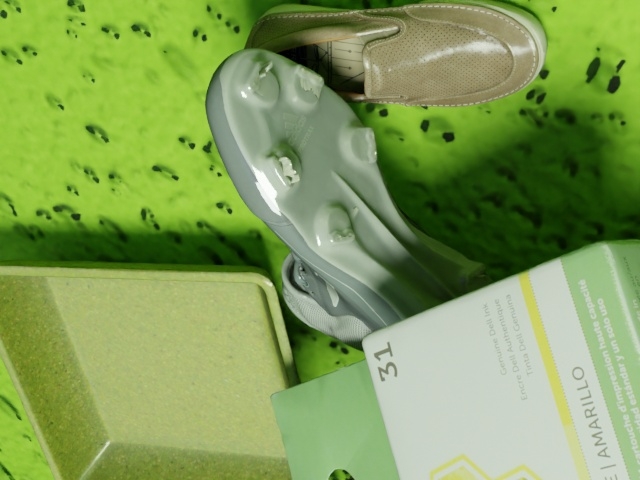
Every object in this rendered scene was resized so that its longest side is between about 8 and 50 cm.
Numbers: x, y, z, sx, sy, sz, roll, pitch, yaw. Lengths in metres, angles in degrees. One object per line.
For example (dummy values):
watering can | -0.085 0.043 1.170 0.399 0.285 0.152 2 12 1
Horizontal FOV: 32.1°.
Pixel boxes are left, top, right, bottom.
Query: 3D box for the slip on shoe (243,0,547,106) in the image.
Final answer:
slip on shoe | 0.029 -0.080 0.488 0.135 0.041 0.051 8 127 16

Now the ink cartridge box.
ink cartridge box | 0.056 0.117 0.453 0.235 0.056 0.171 -26 73 41

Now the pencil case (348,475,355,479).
pencil case | 0.165 0.103 0.488 0.160 0.167 0.386 39 130 -14

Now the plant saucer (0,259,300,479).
plant saucer | -0.089 0.081 0.650 0.188 0.045 0.188 1 125 20

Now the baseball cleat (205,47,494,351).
baseball cleat | 0.000 0.000 0.514 0.109 0.072 0.206 -8 134 46
